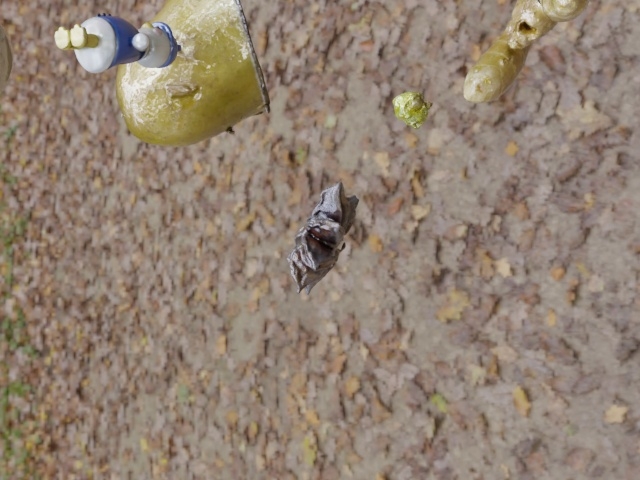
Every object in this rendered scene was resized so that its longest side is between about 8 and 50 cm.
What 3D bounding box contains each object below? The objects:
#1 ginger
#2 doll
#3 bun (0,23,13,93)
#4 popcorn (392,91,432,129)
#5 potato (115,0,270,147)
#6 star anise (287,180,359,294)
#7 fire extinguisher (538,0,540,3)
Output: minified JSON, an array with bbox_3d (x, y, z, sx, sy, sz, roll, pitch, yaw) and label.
[{"bbox_3d":[0.443,-0.466,1.711,0.348,0.122,0.363,-60,-1,-35],"label":"ginger"},{"bbox_3d":[-0.191,-0.193,0.830,0.099,0.143,0.057,5,100,37],"label":"doll"},{"bbox_3d":[-0.491,-0.228,1.106,0.120,0.173,0.172,90,160,-54],"label":"bun"},{"bbox_3d":[0.161,-0.235,1.488,0.059,0.068,0.083,-58,-2,-2],"label":"popcorn"},{"bbox_3d":[-0.280,-0.381,1.653,0.290,0.296,0.397,114,137,-83],"label":"potato"},{"bbox_3d":[0.000,0.000,1.467,0.209,0.089,0.231,-57,-2,-35],"label":"star anise"},{"bbox_3d":[0.346,-0.465,1.117,0.118,0.093,0.294,52,122,46],"label":"fire extinguisher"}]
